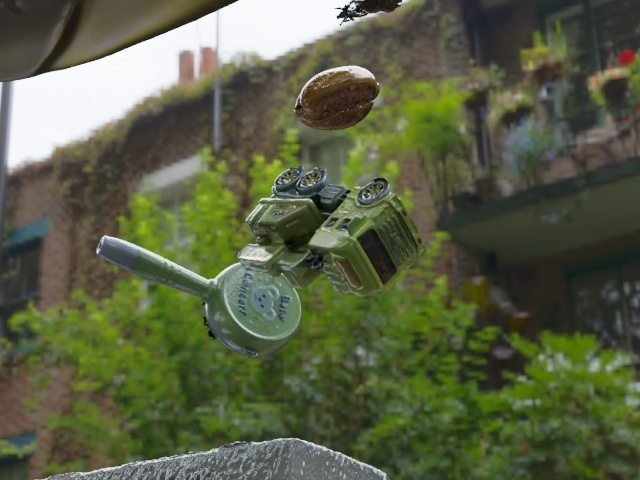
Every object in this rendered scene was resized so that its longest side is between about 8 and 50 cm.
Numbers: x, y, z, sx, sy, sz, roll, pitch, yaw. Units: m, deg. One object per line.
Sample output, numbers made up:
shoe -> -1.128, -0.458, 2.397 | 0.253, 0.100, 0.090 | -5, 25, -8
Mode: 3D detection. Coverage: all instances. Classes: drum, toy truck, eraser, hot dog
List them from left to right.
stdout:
eraser -> -0.116, 0.234, 1.004 | 0.352, 0.111, 0.077 | -14, -50, 30
drum -> -0.140, 0.072, 1.487 | 0.253, 0.130, 0.049 | 10, -34, -28
toy truck -> 0.000, 0.000, 1.075 | 0.169, 0.100, 0.077 | 13, -38, 50
hot dog -> 0.027, -0.191, 1.669 | 0.140, 0.060, 0.090 | -18, -42, -25

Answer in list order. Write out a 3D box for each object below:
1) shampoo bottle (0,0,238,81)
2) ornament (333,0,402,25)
shampoo bottle -> -0.142, -0.145, 0.626 | 0.350, 0.084, 0.126 | 0, -62, 38
ornament -> 0.057, -0.268, 1.448 | 0.073, 0.028, 0.125 | -7, 14, 17
